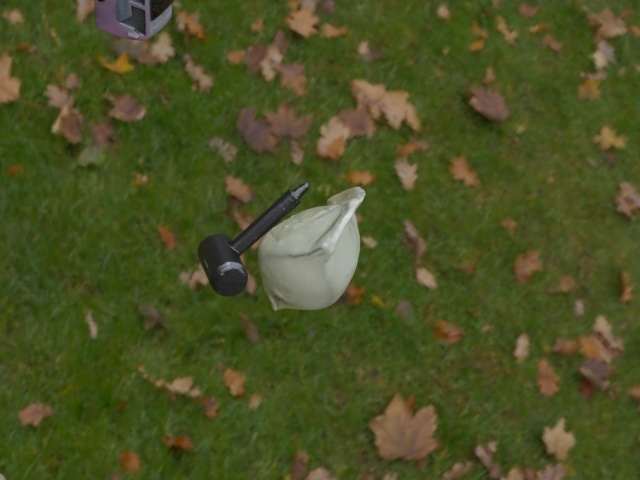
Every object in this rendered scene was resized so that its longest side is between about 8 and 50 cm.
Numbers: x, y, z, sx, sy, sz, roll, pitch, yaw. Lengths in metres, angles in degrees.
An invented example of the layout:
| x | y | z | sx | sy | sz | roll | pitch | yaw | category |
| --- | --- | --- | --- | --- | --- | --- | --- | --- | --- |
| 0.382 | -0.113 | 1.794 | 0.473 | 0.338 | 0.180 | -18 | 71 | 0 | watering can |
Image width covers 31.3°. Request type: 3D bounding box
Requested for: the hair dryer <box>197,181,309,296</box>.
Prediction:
| x | y | z | sx | sy | sz | roll | pitch | yaw | category |
| --- | --- | --- | --- | --- | --- | --- | --- | --- | --- |
| -0.106 | -0.010 | 2.032 | 0.070 | 0.248 | 0.114 | 46 | 8 | -36 | hair dryer |

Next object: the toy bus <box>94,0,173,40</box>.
| x | y | z | sx | sy | sz | roll | pitch | yaw | category |
| --- | --- | --- | --- | --- | --- | --- | --- | --- | --- |
| -0.117 | -0.184 | 0.705 | 0.052 | 0.131 | 0.037 | 22 | 49 | 14 | toy bus |

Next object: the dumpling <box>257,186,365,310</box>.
| x | y | z | sx | sy | sz | roll | pitch | yaw | category |
| --- | --- | --- | --- | --- | --- | --- | --- | --- | --- |
| 0.000 | 0.000 | 1.547 | 0.131 | 0.252 | 0.179 | 35 | 64 | 2 | dumpling |

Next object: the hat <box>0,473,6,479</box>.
| x | y | z | sx | sy | sz | roll | pitch | yaw | category |
| --- | --- | --- | --- | --- | --- | --- | --- | --- | --- |
| -0.388 | 0.383 | 1.343 | 0.214 | 0.244 | 0.149 | 52 | 18 | -42 | hat |
